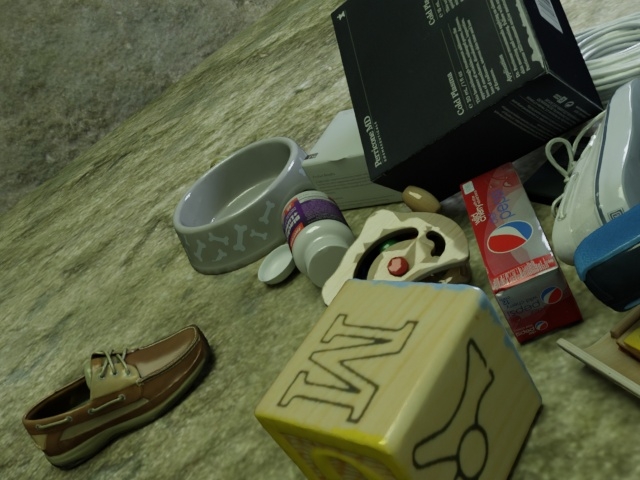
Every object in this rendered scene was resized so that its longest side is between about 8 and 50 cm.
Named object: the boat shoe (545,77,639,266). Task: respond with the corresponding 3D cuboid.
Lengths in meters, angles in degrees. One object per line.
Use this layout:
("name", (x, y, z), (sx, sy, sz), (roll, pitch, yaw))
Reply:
("boat shoe", (0.365, -0.081, 0.919), (0.156, 0.136, 0.367), (-30, 18, 42))

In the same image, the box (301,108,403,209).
("box", (0.094, -0.162, 1.320), (0.181, 0.119, 0.182), (-6, 39, 40))

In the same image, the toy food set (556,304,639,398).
("toy food set", (0.414, 0.055, 0.694), (0.306, 0.092, 0.220), (-38, 29, -9))

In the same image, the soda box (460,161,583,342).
("soda box", (0.255, 0.006, 0.928), (0.083, 0.092, 0.263), (-24, 30, 17))

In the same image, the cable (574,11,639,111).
("cable", (0.471, -0.279, 1.118), (0.257, 0.089, 0.257), (-21, 24, 14))

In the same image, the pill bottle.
("pill bottle", (0.000, 0.000, 1.180), (0.108, 0.108, 0.193), (-32, 28, 4))

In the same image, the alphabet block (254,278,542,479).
("alphabet block", (0.087, 0.176, 0.746), (0.193, 0.192, 0.197), (-2, 41, 47))

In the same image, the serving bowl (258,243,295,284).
("serving bowl", (-0.072, 0.047, 1.259), (0.083, 0.027, 0.083), (-32, 31, 23))

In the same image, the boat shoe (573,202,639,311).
("boat shoe", (0.381, -0.018, 0.692), (0.258, 0.089, 0.109), (-31, 16, 28))

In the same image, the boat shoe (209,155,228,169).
("boat shoe", (-0.225, -0.171, 1.726), (0.153, 0.056, 0.048), (8, 44, 41))

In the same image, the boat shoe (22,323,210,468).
("boat shoe", (-0.333, 0.239, 1.143), (0.324, 0.120, 0.122), (-36, 29, -3))

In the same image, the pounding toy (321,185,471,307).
("pounding toy", (0.129, 0.054, 1.012), (0.154, 0.155, 0.269), (25, 70, 26))

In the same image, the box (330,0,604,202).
("box", (0.211, -0.286, 1.104), (0.312, 0.179, 0.343), (-29, 60, 37))

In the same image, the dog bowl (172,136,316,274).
("dog bowl", (-0.158, -0.086, 1.480), (0.348, 0.102, 0.349), (-26, 29, 16))

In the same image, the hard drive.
("hard drive", (0.371, -0.104, 1.050), (0.135, 0.022, 0.094), (-42, 30, -16))
